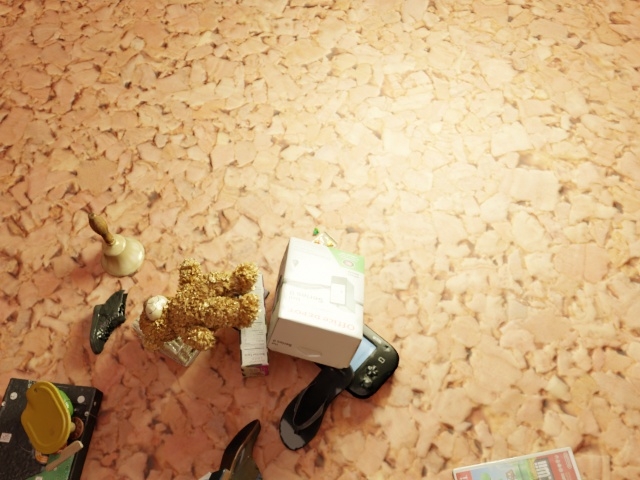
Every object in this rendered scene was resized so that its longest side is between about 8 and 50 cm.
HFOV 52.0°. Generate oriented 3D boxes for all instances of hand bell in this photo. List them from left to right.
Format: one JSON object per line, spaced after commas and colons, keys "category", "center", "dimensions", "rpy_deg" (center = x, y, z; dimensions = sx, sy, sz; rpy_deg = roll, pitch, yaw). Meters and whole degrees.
{"category": "hand bell", "center": [-0.569, -0.007, 1.761], "dimensions": [0.126, 0.242, 0.126], "rpy_deg": [-1, 63, 3]}

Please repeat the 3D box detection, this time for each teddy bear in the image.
{"category": "teddy bear", "center": [-0.292, 0.153, 1.563], "dimensions": [0.338, 0.113, 0.245], "rpy_deg": [0, 71, 22]}

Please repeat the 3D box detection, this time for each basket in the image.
{"category": "basket", "center": [-0.389, 0.234, 1.703], "dimensions": [0.167, 0.103, 0.113], "rpy_deg": [28, 69, 16]}

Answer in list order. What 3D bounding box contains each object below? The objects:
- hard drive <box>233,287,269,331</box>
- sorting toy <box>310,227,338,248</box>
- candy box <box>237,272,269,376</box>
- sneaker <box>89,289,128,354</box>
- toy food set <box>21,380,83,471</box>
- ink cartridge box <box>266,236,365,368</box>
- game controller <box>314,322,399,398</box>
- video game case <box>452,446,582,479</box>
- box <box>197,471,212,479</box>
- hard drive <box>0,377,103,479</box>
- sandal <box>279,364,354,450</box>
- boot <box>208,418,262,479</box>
{"category": "hard drive", "center": [-0.213, 0.171, 1.768], "dimensions": [0.094, 0.022, 0.135], "rpy_deg": [28, 69, 16]}
{"category": "sorting toy", "center": [0.000, 0.000, 1.845], "dimensions": [0.062, 0.012, 0.083], "rpy_deg": [-40, 68, -15]}
{"category": "candy box", "center": [-0.170, 0.215, 1.650], "dimensions": [0.071, 0.159, 0.233], "rpy_deg": [-3, 71, -5]}
{"category": "sneaker", "center": [-0.561, 0.217, 1.753], "dimensions": [0.089, 0.051, 0.170], "rpy_deg": [-9, 59, 4]}
{"category": "toy food set", "center": [-0.631, 0.439, 1.574], "dimensions": [0.128, 0.071, 0.218], "rpy_deg": [-43, 64, 9]}
{"category": "ink cartridge box", "center": [-0.005, 0.150, 1.627], "dimensions": [0.211, 0.121, 0.289], "rpy_deg": [15, 40, -9]}
{"category": "game controller", "center": [0.044, 0.259, 1.681], "dimensions": [0.319, 0.067, 0.166], "rpy_deg": [37, 71, 19]}
{"category": "video game case", "center": [0.466, 0.602, 1.500], "dimensions": [0.285, 0.025, 0.204], "rpy_deg": [-11, 63, -1]}
{"category": "box", "center": [-0.296, 0.656, 1.520], "dimensions": [0.186, 0.038, 0.145], "rpy_deg": [-32, 66, -13]}
{"category": "hard drive", "center": [-0.693, 0.518, 1.603], "dimensions": [0.237, 0.064, 0.338], "rpy_deg": [4, 63, 6]}
{"category": "sandal", "center": [-0.020, 0.393, 1.591], "dimensions": [0.097, 0.054, 0.254], "rpy_deg": [34, 90, 20]}
{"category": "boot", "center": [-0.180, 0.539, 1.561], "dimensions": [0.106, 0.082, 0.219], "rpy_deg": [47, 48, -13]}
